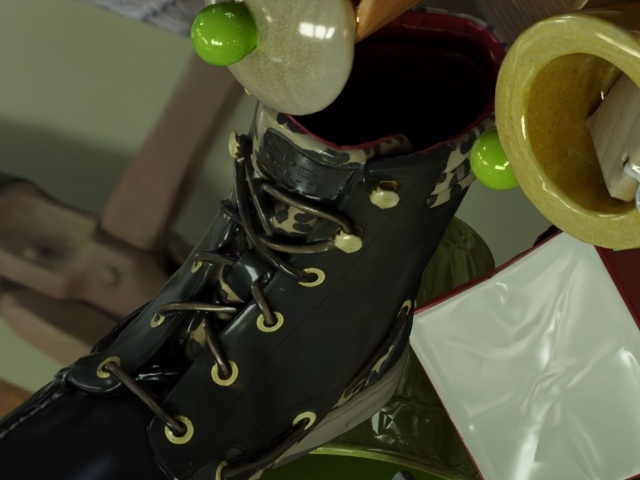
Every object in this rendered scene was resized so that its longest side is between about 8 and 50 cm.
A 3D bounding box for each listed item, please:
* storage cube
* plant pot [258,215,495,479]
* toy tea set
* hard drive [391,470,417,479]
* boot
[{"bbox_3d":[0.213,0.084,1.341,0.183,0.193,0.215,-30,84,35],"label":"storage cube"},{"bbox_3d":[0.049,0.156,1.822,0.366,0.366,0.353,-6,52,19],"label":"plant pot"},{"bbox_3d":[0.072,-0.081,0.433,0.336,0.124,0.200,-28,89,53],"label":"toy tea set"},{"bbox_3d":[0.083,0.273,1.472,0.135,0.022,0.094,49,114,33],"label":"hard drive"},{"bbox_3d":[-0.048,0.034,0.971,0.138,0.377,0.284,44,134,23],"label":"boot"}]
